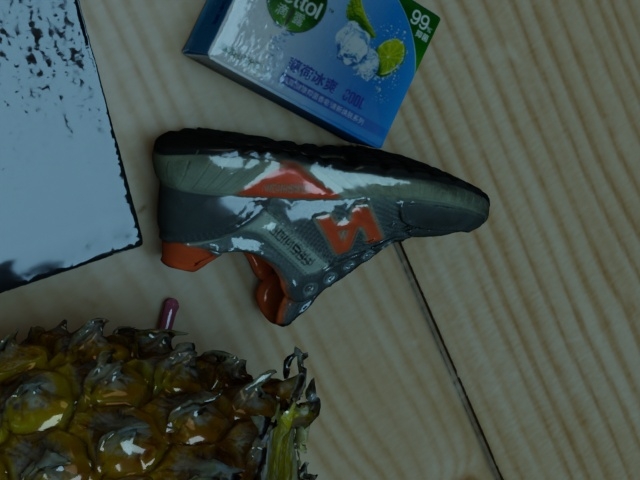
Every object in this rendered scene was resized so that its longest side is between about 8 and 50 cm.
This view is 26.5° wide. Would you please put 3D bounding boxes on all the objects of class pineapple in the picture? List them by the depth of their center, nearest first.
[{"bbox_3d":[-0.162,0.227,1.093,0.300,0.352,0.352,13,94,11],"label":"pineapple"}]

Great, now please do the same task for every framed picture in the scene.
[{"bbox_3d":[-0.335,-0.063,1.136,0.339,0.014,0.255,-20,107,-22],"label":"framed picture"}]

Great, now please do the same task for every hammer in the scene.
[{"bbox_3d":[-0.146,0.093,1.247,0.053,0.031,0.083,16,86,-31],"label":"hammer"}]

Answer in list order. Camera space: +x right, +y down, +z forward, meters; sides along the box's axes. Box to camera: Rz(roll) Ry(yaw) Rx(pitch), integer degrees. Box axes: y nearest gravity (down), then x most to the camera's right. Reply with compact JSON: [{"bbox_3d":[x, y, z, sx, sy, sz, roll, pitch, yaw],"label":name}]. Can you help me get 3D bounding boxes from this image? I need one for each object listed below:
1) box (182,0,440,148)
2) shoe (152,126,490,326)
[{"bbox_3d":[-0.006,-0.187,1.237,0.194,0.073,0.139,26,88,-27],"label":"box"},{"bbox_3d":[0.000,0.000,1.250,0.337,0.132,0.171,6,102,-25],"label":"shoe"}]
